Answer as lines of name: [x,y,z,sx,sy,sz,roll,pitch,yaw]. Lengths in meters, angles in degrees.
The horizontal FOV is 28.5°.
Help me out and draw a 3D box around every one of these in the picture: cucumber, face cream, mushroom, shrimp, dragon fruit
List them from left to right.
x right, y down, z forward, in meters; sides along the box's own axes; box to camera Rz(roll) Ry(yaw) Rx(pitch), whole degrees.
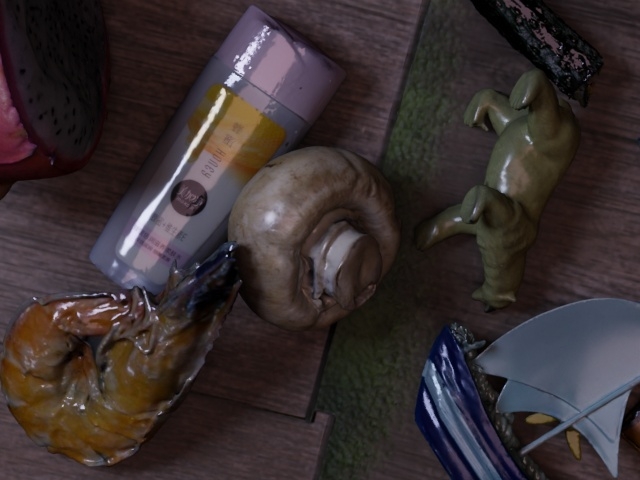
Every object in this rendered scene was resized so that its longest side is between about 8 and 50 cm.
dragon fruit: [-0.293,-0.167,0.990,0.189,0.290,0.290,-10,99,7]
shrimp: [-0.177,0.085,1.085,0.164,0.062,0.317,34,125,-13]
face cream: [-0.094,-0.071,1.109,0.107,0.073,0.269,35,95,-14]
mushroom: [0.000,0.000,1.079,0.127,0.166,0.166,27,100,36]
cucumber: [0.182,-0.192,1.109,0.181,0.053,0.053,42,96,-4]

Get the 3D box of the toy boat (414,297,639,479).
toy boat: [0.234,0.128,1.140,0.291,0.067,0.220,-33,93,7]

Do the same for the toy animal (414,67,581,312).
toy animal: [0.166,-0.040,1.115,0.101,0.103,0.218,19,97,-21]

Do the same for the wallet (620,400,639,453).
wallet: [0.400,0.160,1.171,0.161,0.042,0.195,42,100,0]

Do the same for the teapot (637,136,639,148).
teapot: [0.330,-0.089,1.131,0.083,0.063,0.049,-27,67,6]
